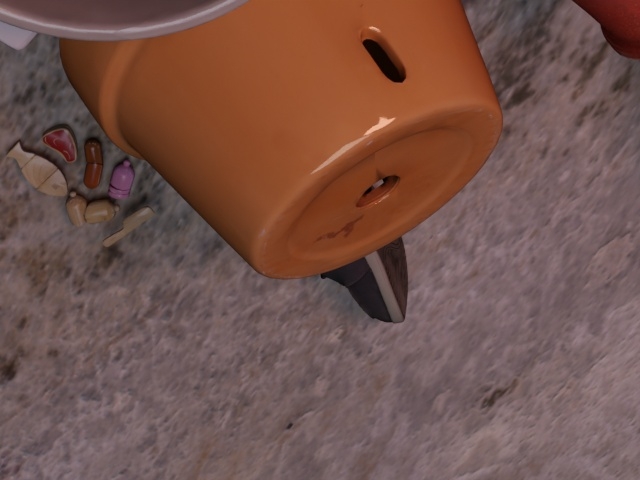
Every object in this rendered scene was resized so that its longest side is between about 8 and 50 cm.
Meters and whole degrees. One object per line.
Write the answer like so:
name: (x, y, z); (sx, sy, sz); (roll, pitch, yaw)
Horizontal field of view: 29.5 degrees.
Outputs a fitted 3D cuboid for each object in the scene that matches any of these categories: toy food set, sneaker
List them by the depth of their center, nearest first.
toy food set: (-0.203, -0.055, 1.051); (0.078, 0.019, 0.122); (-34, 115, 13)
sneaker: (0.000, 0.000, 1.100); (0.118, 0.083, 0.222); (-11, 134, 20)

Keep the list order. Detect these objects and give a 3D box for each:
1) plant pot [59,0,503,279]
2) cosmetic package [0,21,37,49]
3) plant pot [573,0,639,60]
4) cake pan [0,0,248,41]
plant pot: (-0.007, -0.110, 0.855); (0.291, 0.203, 0.291); (-28, 160, -11)
cosmetic package: (-0.102, -0.360, 0.732); (0.161, 0.230, 0.453); (36, 110, -28)
plant pot: (0.182, -0.305, 0.816); (0.265, 0.272, 0.272); (29, 115, -17)
cake pan: (-0.117, -0.249, 0.634); (0.293, 0.054, 0.293); (-4, 124, -6)
